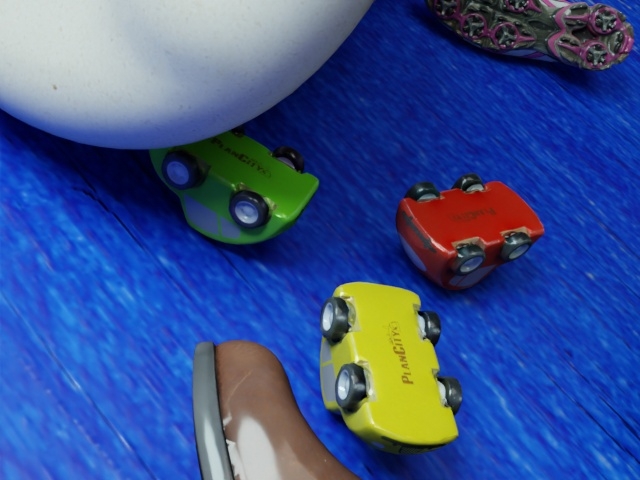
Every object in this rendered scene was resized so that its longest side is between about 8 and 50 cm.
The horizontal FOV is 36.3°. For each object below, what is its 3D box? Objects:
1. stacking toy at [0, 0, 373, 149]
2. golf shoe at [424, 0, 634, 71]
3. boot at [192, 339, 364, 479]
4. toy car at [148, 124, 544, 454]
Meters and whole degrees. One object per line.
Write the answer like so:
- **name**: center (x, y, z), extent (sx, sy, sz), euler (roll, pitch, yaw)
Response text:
- **stacking toy**: center (-0.009, -0.257, 0.625), extent (0.351, 0.350, 0.480), euler (42, 29, 15)
- **golf shoe**: center (0.174, -0.191, 0.854), extent (0.186, 0.067, 0.086), euler (19, 9, -4)
- **boot**: center (0.108, 0.111, 0.381), extent (0.281, 0.096, 0.264), euler (-22, 58, -13)
- **toy car**: center (0.000, 0.000, 0.554), extent (0.225, 0.053, 0.239), euler (31, 40, 4)
